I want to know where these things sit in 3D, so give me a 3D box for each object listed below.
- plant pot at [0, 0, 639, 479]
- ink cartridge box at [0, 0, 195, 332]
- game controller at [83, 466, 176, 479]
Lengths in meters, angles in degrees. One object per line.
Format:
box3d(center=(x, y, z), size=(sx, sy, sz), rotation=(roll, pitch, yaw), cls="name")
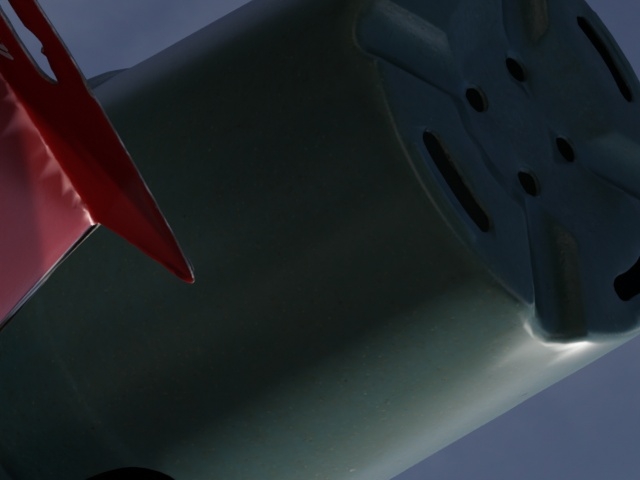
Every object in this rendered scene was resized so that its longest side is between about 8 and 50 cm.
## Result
box3d(center=(0.000, 0.000, 1.033), size=(0.334, 0.341, 0.341), rotation=(-29, -99, 38), cls="plant pot")
box3d(center=(-0.224, -0.078, 0.706), size=(0.272, 0.309, 0.130), rotation=(28, -112, 35), cls="ink cartridge box")
box3d(center=(-0.183, 0.240, 0.896), size=(0.319, 0.067, 0.166), rotation=(-28, -127, 15), cls="game controller")
